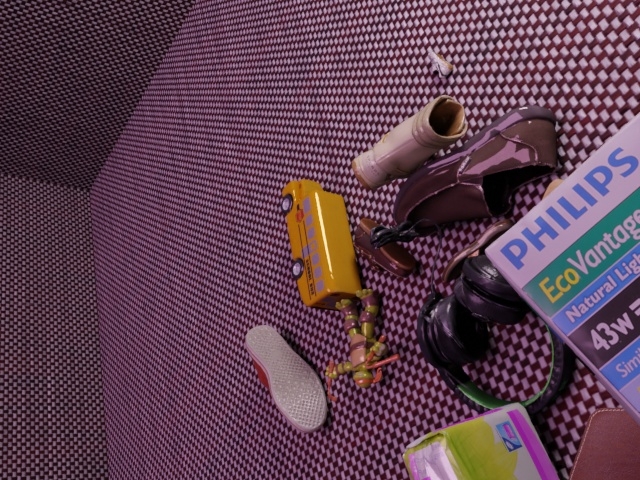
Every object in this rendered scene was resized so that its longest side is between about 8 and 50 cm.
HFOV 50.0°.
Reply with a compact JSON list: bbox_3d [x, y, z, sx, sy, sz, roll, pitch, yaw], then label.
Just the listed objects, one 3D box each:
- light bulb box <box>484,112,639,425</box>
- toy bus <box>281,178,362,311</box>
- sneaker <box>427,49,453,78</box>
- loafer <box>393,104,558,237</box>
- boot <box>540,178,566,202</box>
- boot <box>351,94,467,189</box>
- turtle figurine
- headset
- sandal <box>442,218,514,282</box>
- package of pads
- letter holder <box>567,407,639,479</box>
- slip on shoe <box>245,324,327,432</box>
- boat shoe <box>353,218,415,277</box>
[{"bbox_3d":[0.430,0.037,0.698,0.358,0.225,0.361,-44,67,8],"label":"light bulb box"},{"bbox_3d":[0.000,0.000,1.620,0.130,0.108,0.332,-38,52,43],"label":"toy bus"},{"bbox_3d":[0.243,-0.371,1.445,0.037,0.032,0.083,-58,40,27],"label":"sneaker"},{"bbox_3d":[0.272,-0.095,1.243,0.366,0.134,0.130,-40,50,42],"label":"loafer"},{"bbox_3d":[0.434,0.039,1.032,0.270,0.089,0.236,22,89,54],"label":"boot"},{"bbox_3d":[0.199,-0.198,1.299,0.203,0.262,0.095,-33,87,42],"label":"boot"},{"bbox_3d":[0.096,0.218,1.450,0.269,0.087,0.217,-44,40,51],"label":"turtle figurine"},{"bbox_3d":[0.241,0.119,1.161,0.394,0.185,0.243,56,128,25],"label":"headset"},{"bbox_3d":[0.290,0.029,1.256,0.180,0.072,0.049,-45,69,33],"label":"sandal"},{"bbox_3d":[0.266,0.403,0.994,0.101,0.229,0.296,-42,62,40],"label":"package of pads"},{"bbox_3d":[0.473,0.336,0.836,0.302,0.152,0.214,-8,49,53],"label":"letter holder"},{"bbox_3d":[-0.083,0.341,1.665,0.331,0.123,0.101,46,151,44],"label":"slip on shoe"},{"bbox_3d":[0.132,0.030,1.465,0.073,0.073,0.207,-67,30,19],"label":"boat shoe"}]
